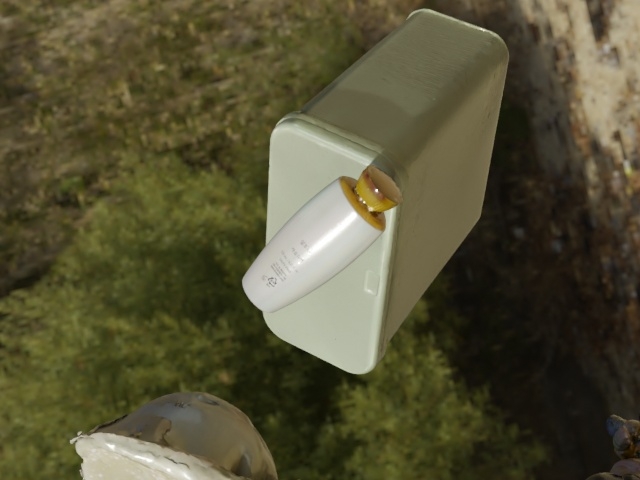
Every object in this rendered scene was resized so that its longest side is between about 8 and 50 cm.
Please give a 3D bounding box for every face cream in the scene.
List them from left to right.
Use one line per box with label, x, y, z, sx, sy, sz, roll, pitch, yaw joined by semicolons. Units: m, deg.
face cream;0.000;0.000;1.231;0.072;0.182;0.051;52;-154;8

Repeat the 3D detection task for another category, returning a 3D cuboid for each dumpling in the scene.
dumpling;-0.078;0.169;0.887;0.199;0.136;0.118;38;-126;-54

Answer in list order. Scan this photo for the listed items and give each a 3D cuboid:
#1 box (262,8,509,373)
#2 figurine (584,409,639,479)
box;0.086;-0.072;1.658;0.344;0.177;0.352;-49;-27;-41
figurine;0.484;0.379;1.939;0.167;0.192;0.257;56;-127;-24
